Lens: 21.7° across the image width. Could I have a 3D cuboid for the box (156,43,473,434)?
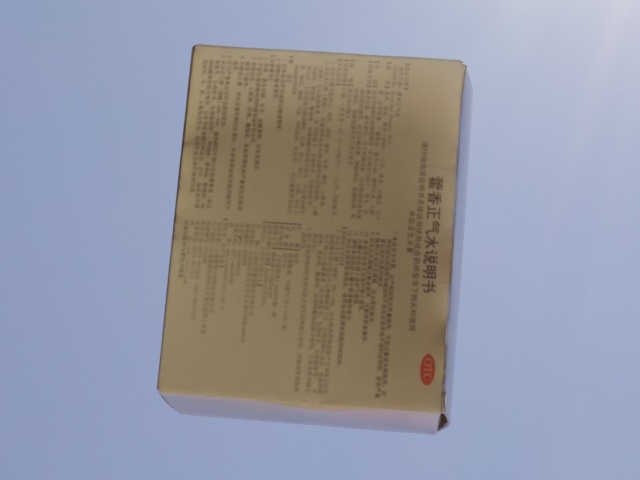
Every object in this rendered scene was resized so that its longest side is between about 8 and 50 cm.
[{"bbox_3d":[0.000,0.000,0.984,0.168,0.212,0.095,4,-14,5],"label":"box"}]
